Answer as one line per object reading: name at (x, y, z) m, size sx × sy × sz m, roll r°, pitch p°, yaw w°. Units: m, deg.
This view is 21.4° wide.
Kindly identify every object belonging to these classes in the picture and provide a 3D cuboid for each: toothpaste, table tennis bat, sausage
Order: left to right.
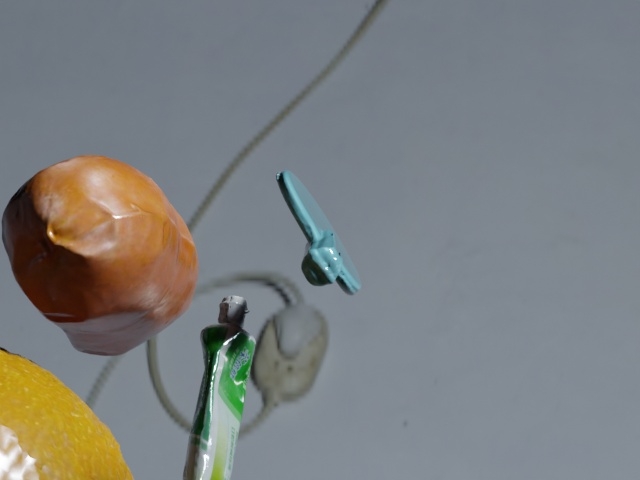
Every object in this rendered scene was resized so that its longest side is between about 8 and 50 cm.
sausage at (-0.163, 0.011, 1.291) m, size 0.133 × 0.258 × 0.133 m, roll -2°, pitch 74°, yaw 5°
toothpaste at (-0.088, 0.160, 1.367) m, size 0.046 × 0.078 × 0.248 m, roll 6°, pitch 65°, yaw 4°
table tennis bat at (0.000, 0.000, 1.433) m, size 0.033 × 0.201 × 0.124 m, roll -32°, pitch 101°, yaw 6°

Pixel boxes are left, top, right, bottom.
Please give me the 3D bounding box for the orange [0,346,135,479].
orange at (-0.318, 0.215, 1.218) m, size 0.357 × 0.322 × 0.322 m, roll 21°, pitch 61°, yaw -9°
